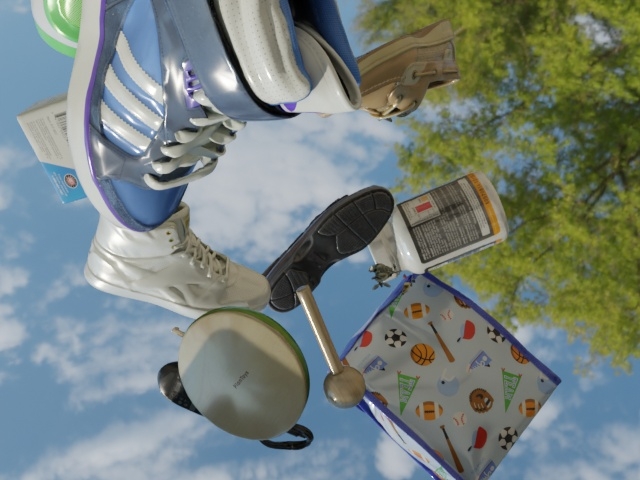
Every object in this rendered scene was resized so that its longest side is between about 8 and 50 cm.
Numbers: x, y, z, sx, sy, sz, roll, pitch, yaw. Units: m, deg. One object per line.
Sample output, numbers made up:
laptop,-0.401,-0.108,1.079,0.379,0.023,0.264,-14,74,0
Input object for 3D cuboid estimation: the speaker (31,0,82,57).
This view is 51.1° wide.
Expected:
speaker,-0.254,-0.352,0.764,0.131,0.296,0.131,15,-129,-19

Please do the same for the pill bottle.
pill bottle,0.235,-0.025,1.400,0.278,0.162,0.162,-22,-139,4

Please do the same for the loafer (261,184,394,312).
loafer,0.000,0.000,1.231,0.302,0.109,0.095,-44,-147,-2

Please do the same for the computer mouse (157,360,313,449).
computer mouse,-0.121,0.236,0.965,0.242,0.071,0.041,27,-158,-2

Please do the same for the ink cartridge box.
ink cartridge box,-0.317,-0.160,1.004,0.203,0.148,0.086,-16,-154,6

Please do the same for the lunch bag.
lunch bag,0.251,0.295,1.461,0.385,0.239,0.328,42,-108,2

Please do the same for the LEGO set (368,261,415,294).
LEGO set,0.102,0.051,1.006,0.083,0.023,0.054,4,-131,31

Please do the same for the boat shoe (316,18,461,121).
boat shoe,0.111,-0.234,0.983,0.121,0.110,0.341,-10,-162,48

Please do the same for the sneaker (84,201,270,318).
sneaker,-0.197,0.023,1.015,0.292,0.169,0.108,12,-139,-18

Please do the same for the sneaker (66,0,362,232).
sneaker,-0.084,-0.109,0.557,0.236,0.323,0.130,27,-146,24

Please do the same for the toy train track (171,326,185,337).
toy train track,-0.216,0.166,1.141,0.083,0.048,0.014,33,-149,-28

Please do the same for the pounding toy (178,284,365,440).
pounding toy,-0.061,0.148,0.878,0.236,0.183,0.110,-20,-170,26
